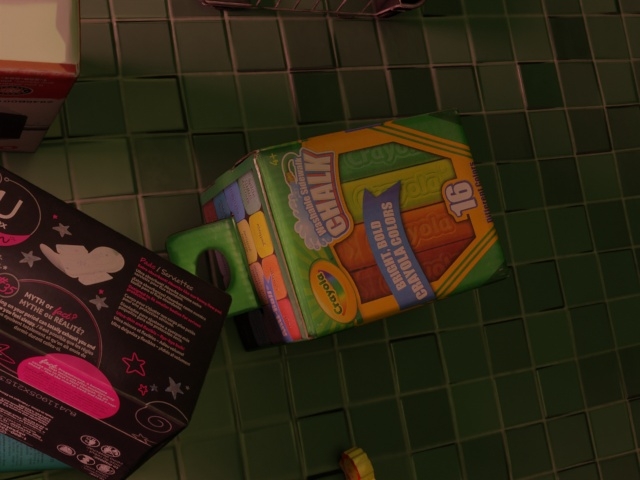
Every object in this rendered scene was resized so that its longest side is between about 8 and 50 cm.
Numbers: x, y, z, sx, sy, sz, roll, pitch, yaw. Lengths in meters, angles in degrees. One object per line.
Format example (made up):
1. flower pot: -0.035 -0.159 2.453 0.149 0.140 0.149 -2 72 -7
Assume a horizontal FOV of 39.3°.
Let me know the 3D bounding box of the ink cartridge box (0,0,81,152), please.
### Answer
1. ink cartridge box: -0.313 -0.152 0.717 0.197 0.273 0.114 -1 85 -24

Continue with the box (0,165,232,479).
1. box: -0.229 0.074 0.757 0.247 0.163 0.142 32 46 -15

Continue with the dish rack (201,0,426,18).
1. dish rack: -0.023 -0.349 0.989 0.272 0.074 0.208 -3 81 -24

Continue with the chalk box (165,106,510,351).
1. chalk box: 0.000 0.000 0.877 0.289 0.179 0.180 -16 87 -26

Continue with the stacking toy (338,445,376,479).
1. stacking toy: 0.010 0.341 0.890 0.167 0.052 0.221 -23 91 -25

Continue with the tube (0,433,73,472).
1. tube: -0.282 0.175 0.796 0.207 0.052 0.080 0 83 -30
